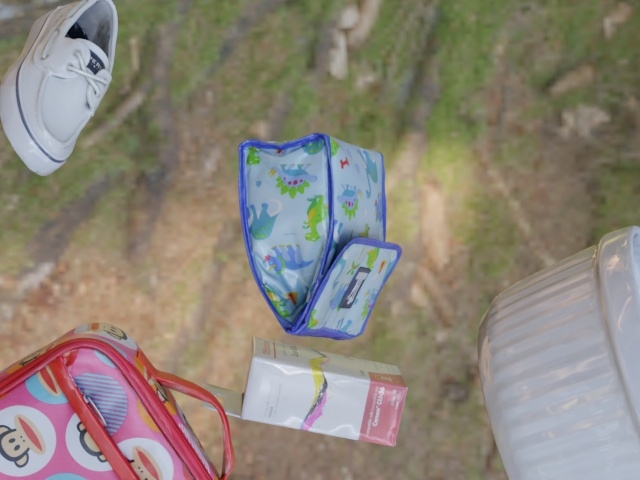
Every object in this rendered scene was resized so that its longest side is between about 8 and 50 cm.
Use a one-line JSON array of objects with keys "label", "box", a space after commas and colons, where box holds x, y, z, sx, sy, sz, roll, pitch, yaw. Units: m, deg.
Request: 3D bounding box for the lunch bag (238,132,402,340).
[{"label": "lunch bag", "box": [0.000, 0.000, 1.260, 0.129, 0.096, 0.151, 12, 76, -67]}]

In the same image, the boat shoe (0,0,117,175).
[{"label": "boat shoe", "box": [-0.260, -0.170, 1.702, 0.096, 0.088, 0.267, 51, 24, -25]}]

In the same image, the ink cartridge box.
[{"label": "ink cartridge box", "box": [-0.019, 0.148, 1.660, 0.115, 0.198, 0.067, -117, -142, -83]}]

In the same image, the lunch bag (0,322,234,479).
[{"label": "lunch bag", "box": [-0.193, 0.229, 1.487, 0.293, 0.258, 0.120, 57, 2, -8]}]

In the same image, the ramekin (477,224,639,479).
[{"label": "ramekin", "box": [0.177, 0.104, 0.999, 0.207, 0.109, 0.207, 54, 23, -37]}]
